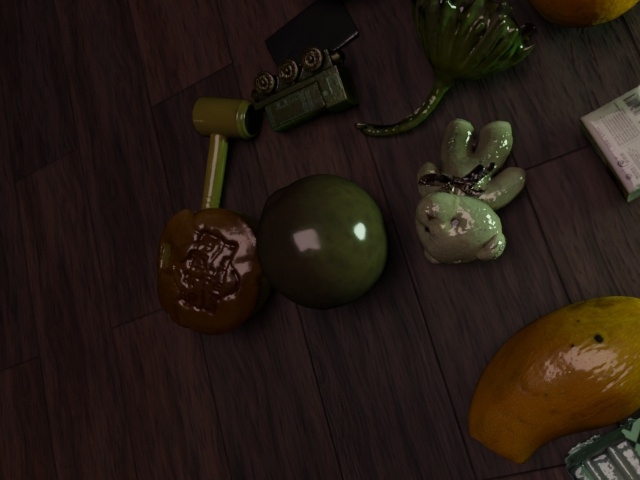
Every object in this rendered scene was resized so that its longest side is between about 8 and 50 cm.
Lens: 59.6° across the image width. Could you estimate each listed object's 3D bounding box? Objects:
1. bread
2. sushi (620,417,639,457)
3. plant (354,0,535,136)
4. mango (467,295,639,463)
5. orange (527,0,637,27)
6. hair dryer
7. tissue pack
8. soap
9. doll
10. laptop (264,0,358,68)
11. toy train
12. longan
[{"bbox_3d":[-0.218,0.057,1.165,0.270,0.148,0.269,1,92,22],"label":"bread"},{"bbox_3d":[0.591,0.305,0.779,0.232,0.047,0.219,-28,70,-8],"label":"sushi"},{"bbox_3d":[0.246,-0.325,1.071,0.251,0.180,0.333,33,130,18],"label":"plant"},{"bbox_3d":[0.381,0.215,0.887,0.359,0.144,0.186,-35,68,19],"label":"mango"},{"bbox_3d":[0.443,-0.464,0.928,0.220,0.193,0.219,-1,85,9],"label":"orange"},{"bbox_3d":[-0.221,-0.180,1.255,0.135,0.090,0.278,10,93,23],"label":"hair dryer"},{"bbox_3d":[0.507,-0.154,0.904,0.106,0.099,0.148,-30,72,20],"label":"tissue pack"},{"bbox_3d":[0.503,0.412,0.835,0.150,0.094,0.261,-34,70,9],"label":"soap"},{"bbox_3d":[0.252,-0.099,1.000,0.175,0.149,0.277,-9,62,56],"label":"doll"},{"bbox_3d":[-0.021,-0.447,1.232,0.197,0.016,0.135,-31,73,19],"label":"laptop"},{"bbox_3d":[-0.039,-0.313,1.178,0.226,0.090,0.137,-19,90,26],"label":"toy train"},{"bbox_3d":[0.000,0.000,1.032,0.258,0.258,0.257,-4,81,24],"label":"longan"}]
